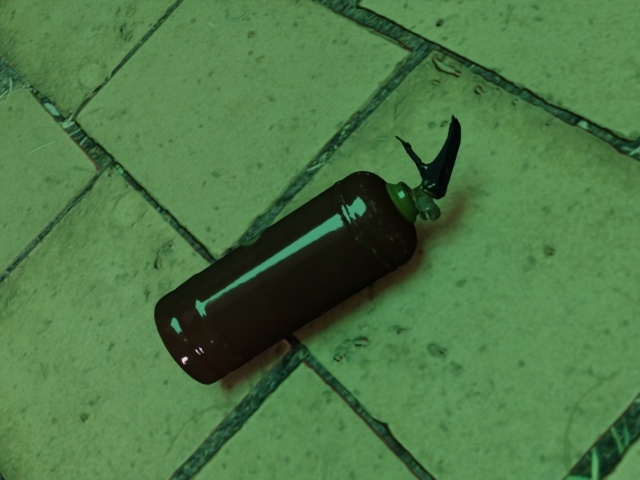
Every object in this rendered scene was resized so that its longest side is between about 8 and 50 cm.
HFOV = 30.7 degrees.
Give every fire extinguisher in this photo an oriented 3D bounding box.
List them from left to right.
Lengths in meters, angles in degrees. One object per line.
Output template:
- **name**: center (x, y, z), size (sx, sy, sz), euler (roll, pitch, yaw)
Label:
- **fire extinguisher**: center (0.000, 0.000, 1.128), size (0.344, 0.102, 0.138), euler (-34, 40, 14)
